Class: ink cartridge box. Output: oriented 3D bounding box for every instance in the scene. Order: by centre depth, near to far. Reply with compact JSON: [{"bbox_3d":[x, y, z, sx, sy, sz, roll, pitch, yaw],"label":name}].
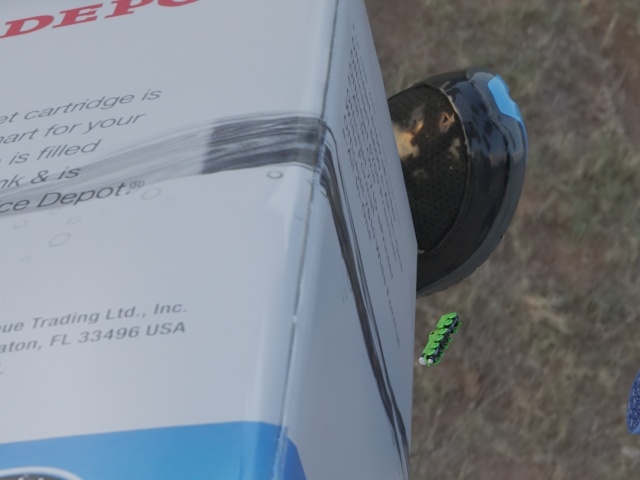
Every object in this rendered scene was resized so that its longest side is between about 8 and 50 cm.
[{"bbox_3d":[-0.094,0.053,0.429,0.223,0.129,0.307,-9,33,11],"label":"ink cartridge box"}]

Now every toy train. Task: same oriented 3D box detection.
[{"bbox_3d":[0.124,0.103,1.694,0.017,0.024,0.083,60,38,-20],"label":"toy train"}]

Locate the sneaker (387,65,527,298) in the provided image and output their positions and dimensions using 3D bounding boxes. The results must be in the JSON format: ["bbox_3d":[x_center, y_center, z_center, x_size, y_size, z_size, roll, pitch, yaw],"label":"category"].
[{"bbox_3d":[0.000,0.000,1.100,0.140,0.341,0.125,-2,61,-44],"label":"sneaker"}]

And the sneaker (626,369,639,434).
[{"bbox_3d":[0.349,0.102,1.414,0.090,0.232,0.081,13,50,-7],"label":"sneaker"}]
